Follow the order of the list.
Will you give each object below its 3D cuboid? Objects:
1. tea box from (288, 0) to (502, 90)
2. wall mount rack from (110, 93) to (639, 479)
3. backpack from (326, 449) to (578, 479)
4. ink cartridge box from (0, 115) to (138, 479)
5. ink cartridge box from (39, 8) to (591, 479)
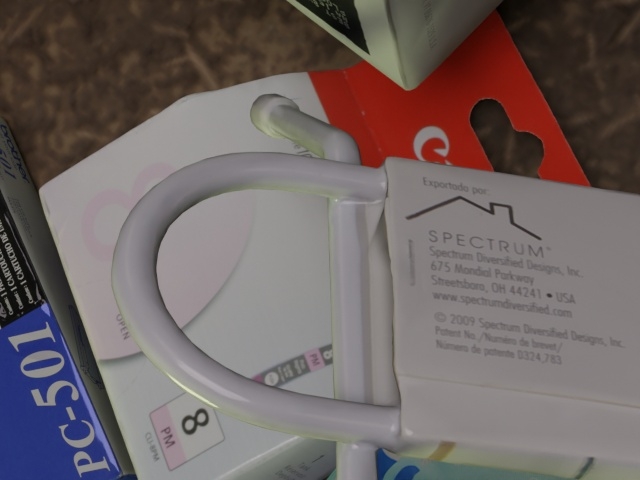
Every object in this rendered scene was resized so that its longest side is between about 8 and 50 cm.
[{"bbox_3d":[0.015,-0.306,0.802,0.329,0.220,0.323,39,77,20],"label":"tea box"},{"bbox_3d":[0.092,0.029,0.690,0.350,0.130,0.304,9,46,-11],"label":"wall mount rack"},{"bbox_3d":[0.072,0.183,0.770,0.225,0.191,0.253,37,89,22],"label":"backpack"},{"bbox_3d":[-0.167,0.045,0.938,0.097,0.046,0.207,-29,74,14],"label":"ink cartridge box"},{"bbox_3d":[0.000,0.000,0.863,0.232,0.066,0.189,-33,58,16],"label":"ink cartridge box"}]
